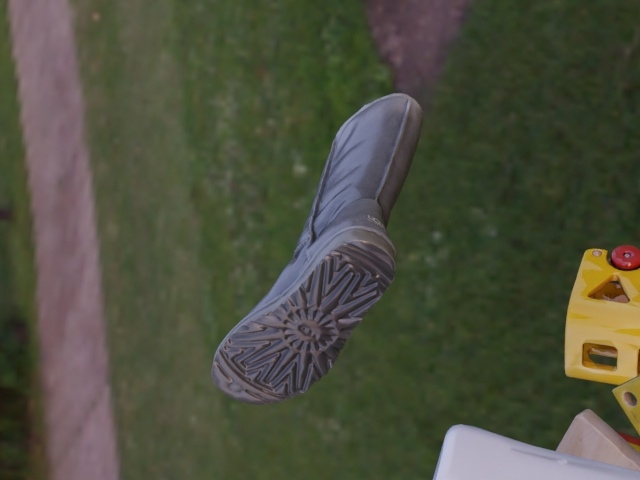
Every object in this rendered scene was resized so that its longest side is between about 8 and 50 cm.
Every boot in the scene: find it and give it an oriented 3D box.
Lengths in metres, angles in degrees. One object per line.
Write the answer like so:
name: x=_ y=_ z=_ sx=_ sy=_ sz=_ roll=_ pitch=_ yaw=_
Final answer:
boot: x=0.001 y=0.002 z=1.297 sx=0.189 sy=0.076 sz=0.208 roll=-42 pitch=24 yaw=25

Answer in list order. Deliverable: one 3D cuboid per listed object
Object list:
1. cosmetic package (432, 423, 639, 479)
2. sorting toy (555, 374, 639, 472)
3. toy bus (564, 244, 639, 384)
cosmetic package: x=0.121 y=0.300 z=0.748 sx=0.161 sy=0.230 sz=0.453 roll=-68 pitch=-12 yaw=-45
sorting toy: x=0.224 y=0.191 z=1.269 sx=0.132 sy=0.046 sz=0.274 roll=42 pitch=139 yaw=22
toy bus: x=0.301 y=0.080 z=1.503 sx=0.202 sy=0.191 sz=0.104 roll=-36 pitch=20 yaw=43
